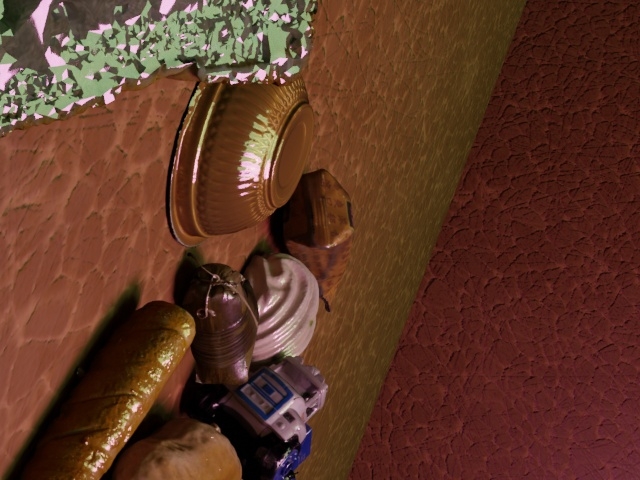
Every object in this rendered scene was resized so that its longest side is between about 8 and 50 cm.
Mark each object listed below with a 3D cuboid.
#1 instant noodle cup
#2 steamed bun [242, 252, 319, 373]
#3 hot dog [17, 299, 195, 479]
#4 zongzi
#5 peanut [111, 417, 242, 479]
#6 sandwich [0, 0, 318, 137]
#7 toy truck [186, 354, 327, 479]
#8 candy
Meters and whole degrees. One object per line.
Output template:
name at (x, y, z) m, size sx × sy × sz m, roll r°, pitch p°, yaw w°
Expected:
instant noodle cup at (-0.070, -0.107, 1.258) m, size 0.274 × 0.090 × 0.274 m, roll 19°, pitch 90°, yaw -77°
steamed bun at (-0.062, 0.104, 1.561) m, size 0.183 × 0.106 × 0.183 m, roll 19°, pitch 90°, yaw -79°
hot dog at (-0.214, 0.171, 1.098) m, size 0.061 × 0.087 × 0.286 m, roll 83°, pitch 26°, yaw -51°
zongzi at (-0.114, 0.056, 1.370) m, size 0.184 × 0.084 × 0.187 m, roll -77°, pitch 171°, yaw -45°
peanut at (-0.171, 0.281, 1.337) m, size 0.224 × 0.129 × 0.129 m, roll -12°, pitch 121°, yaw -75°
sandwich at (-0.122, -0.200, 0.647) m, size 0.301 × 0.099 × 0.271 m, roll -19°, pitch 133°, yaw -36°
toy truck at (-0.067, 0.245, 1.511) m, size 0.177 × 0.161 × 0.213 m, roll -40°, pitch 157°, yaw -25°
candy at (0.000, 0.000, 1.652) m, size 0.271 × 0.101 × 0.143 m, roll 82°, pitch 3°, yaw -66°
